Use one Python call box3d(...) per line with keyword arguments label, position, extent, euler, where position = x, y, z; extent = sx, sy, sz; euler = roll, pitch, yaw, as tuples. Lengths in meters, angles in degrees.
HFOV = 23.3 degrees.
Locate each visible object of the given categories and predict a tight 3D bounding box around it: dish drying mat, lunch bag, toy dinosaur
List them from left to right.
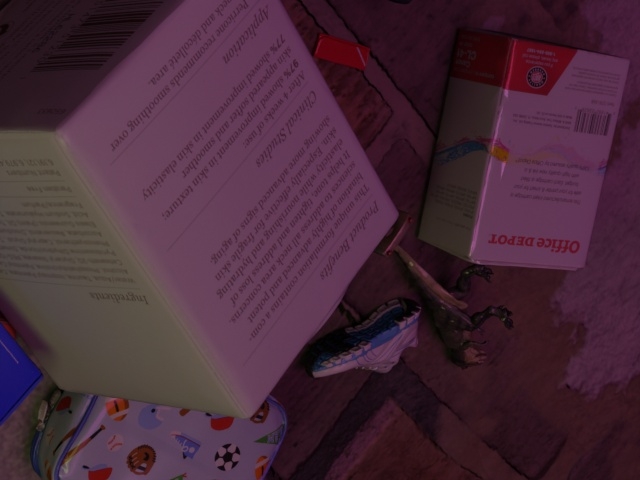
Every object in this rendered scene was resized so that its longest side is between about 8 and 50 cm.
box3d(label="lunch bag", position=(-0.205, 0.249, 1.934), extent=(0.303, 0.115, 0.243), euler=(30, 87, -32))
box3d(label="dish drying mat", position=(0.028, -0.245, 2.023), extent=(0.083, 0.008, 0.032), euler=(11, 98, -36))
box3d(label="toy dinosaur", position=(0.197, 0.088, 2.173), extent=(0.268, 0.118, 0.064), euler=(58, 26, -31))

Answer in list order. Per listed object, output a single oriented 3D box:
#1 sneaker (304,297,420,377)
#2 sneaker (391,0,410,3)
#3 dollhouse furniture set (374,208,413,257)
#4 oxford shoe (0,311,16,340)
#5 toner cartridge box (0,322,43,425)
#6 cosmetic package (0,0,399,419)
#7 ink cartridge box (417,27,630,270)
box3d(label="sneaker", position=(0.065, 0.155, 2.128), extent=(0.191, 0.071, 0.083), euler=(-24, 121, -26))
box3d(label="sneaker", position=(0.056, -0.450, 1.940), extent=(0.131, 0.112, 0.319), euler=(-9, 106, -14))
box3d(label="dollhouse furniture set", position=(0.000, 0.000, 1.999), extent=(0.129, 0.129, 0.183), euler=(39, 81, -35))
box3d(label="oxford shoe", position=(-0.503, 0.047, 1.699), extent=(0.364, 0.130, 0.132), euler=(9, 80, -41))
box3d(label="toner cartridge box", position=(-0.455, 0.071, 1.601), extent=(0.348, 0.075, 0.165), euler=(55, 49, -21))
box3d(label="cosmetic package", position=(-0.188, -0.066, 1.686), extent=(0.329, 0.327, 0.393), euler=(-52, 127, -33))
box3d(label="ink cartridge box", position=(0.280, -0.125, 2.152), extent=(0.226, 0.131, 0.306), euler=(5, 102, -35))
